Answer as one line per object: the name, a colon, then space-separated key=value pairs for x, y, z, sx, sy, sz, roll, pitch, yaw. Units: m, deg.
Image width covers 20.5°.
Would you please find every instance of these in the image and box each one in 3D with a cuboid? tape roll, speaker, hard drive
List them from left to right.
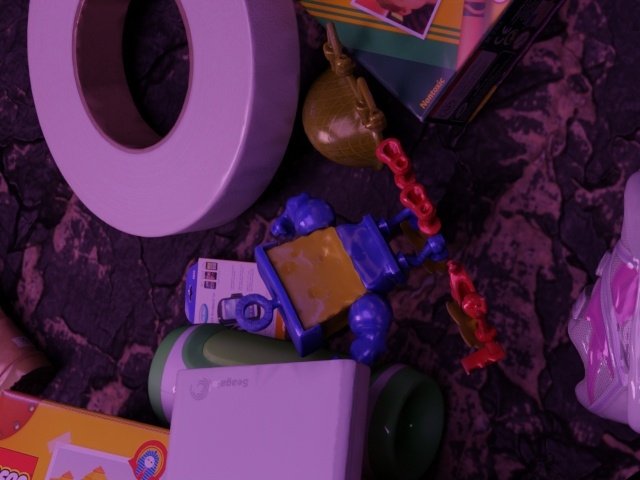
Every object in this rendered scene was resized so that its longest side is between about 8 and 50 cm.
tape roll: x=-0.175 y=-0.199 z=1.883 sx=0.392 sy=0.072 sz=0.392 roll=11 pitch=106 yaw=45
hard drive: x=-0.060 y=0.266 z=1.612 sx=0.203 sy=0.040 sz=0.307 roll=-6 pitch=69 yaw=32
speaker: x=-0.028 y=0.164 z=1.807 sx=0.296 sy=0.131 sz=0.131 roll=10 pitch=94 yaw=32

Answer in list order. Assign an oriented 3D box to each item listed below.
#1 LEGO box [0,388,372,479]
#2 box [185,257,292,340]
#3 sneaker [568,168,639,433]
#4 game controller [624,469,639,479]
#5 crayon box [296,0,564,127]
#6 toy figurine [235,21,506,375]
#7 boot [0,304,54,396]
LEGO box: x=-0.139 y=0.386 z=1.766 sx=0.500 sy=0.193 sz=0.372 roll=8 pitch=77 yaw=36
box: x=-0.086 y=0.062 z=1.909 sx=0.136 sy=0.028 sz=0.081 roll=5 pitch=92 yaw=34
sneaker: x=0.282 y=0.056 z=1.638 sx=0.111 sy=0.103 sz=0.252 roll=2 pitch=82 yaw=39
game controller: x=0.241 y=0.294 z=1.625 sx=0.319 sy=0.166 sz=0.067 roll=-39 pitch=89 yaw=24
crayon box: x=0.124 y=-0.349 z=1.743 sx=0.313 sy=0.106 sz=0.363 roll=46 pitch=112 yaw=24
toy figurine: x=0.000 y=0.000 z=1.716 sx=0.217 sy=0.191 sz=0.362 roll=-28 pitch=71 yaw=-1
boot: x=-0.457 y=0.124 z=2.107 sx=0.236 sy=0.089 sz=0.269 roll=-46 pitch=67 yaw=11
